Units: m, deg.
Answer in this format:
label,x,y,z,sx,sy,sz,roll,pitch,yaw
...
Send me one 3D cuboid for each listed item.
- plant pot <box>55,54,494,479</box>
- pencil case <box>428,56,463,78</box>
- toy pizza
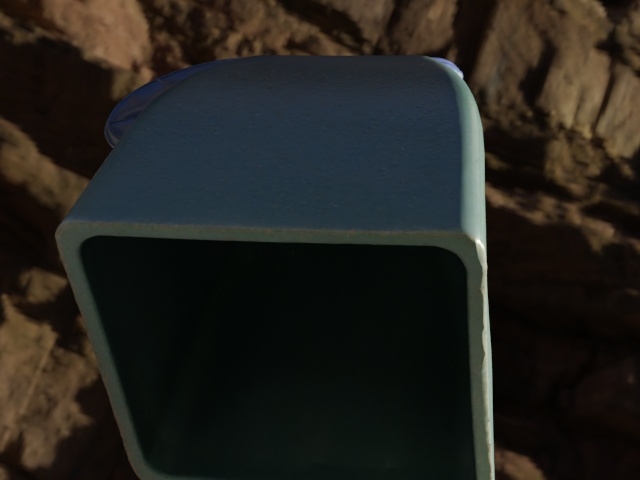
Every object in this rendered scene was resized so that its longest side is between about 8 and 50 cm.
label,x,y,z,sx,sy,sz,roll,pitch,yaw
plant pot,0.000,0.000,0.879,0.248,0.252,0.247,2,-47,11
pencil case,0.076,-0.036,1.304,0.133,0.306,0.119,1,-9,4
toy pizza,-0.105,-0.119,1.229,0.201,0.201,0.032,9,-53,33
